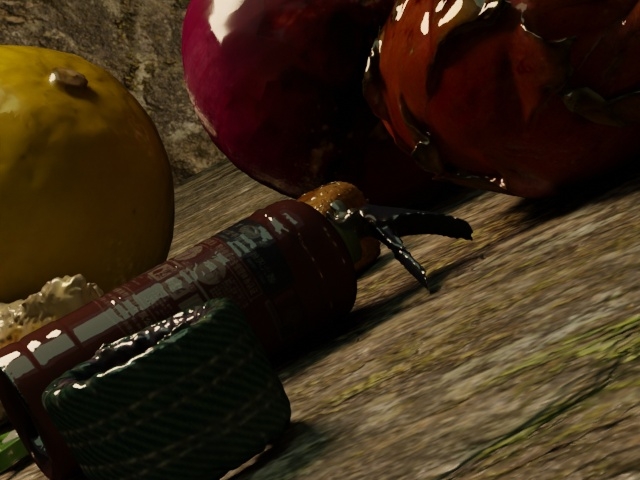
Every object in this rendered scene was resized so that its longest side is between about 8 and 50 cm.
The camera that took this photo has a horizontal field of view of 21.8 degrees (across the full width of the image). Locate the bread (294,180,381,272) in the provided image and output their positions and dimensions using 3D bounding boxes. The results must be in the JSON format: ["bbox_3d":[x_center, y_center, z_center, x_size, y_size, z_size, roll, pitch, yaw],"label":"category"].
[{"bbox_3d":[-0.002,-0.001,1.391,0.083,0.077,0.070,-20,7,35],"label":"bread"}]

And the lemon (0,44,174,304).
[{"bbox_3d":[-0.304,-0.032,1.642,0.348,0.348,0.348,-26,8,4],"label":"lemon"}]

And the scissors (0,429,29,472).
[{"bbox_3d":[-0.204,0.143,1.286,0.204,0.027,0.101,-28,9,0],"label":"scissors"}]

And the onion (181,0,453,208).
[{"bbox_3d":[0.034,-0.156,1.631,0.347,0.348,0.385,-30,-26,-22],"label":"onion"}]

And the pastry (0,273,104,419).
[{"bbox_3d":[-0.268,0.098,1.457,0.258,0.121,0.089,-21,14,28],"label":"pastry"}]

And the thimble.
[{"bbox_3d":[-0.089,0.096,0.970,0.135,0.090,0.118,-22,8,37],"label":"thimble"}]

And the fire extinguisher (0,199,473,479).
[{"bbox_3d":[-0.052,0.053,1.170,0.344,0.102,0.138,-28,40,-19],"label":"fire extinguisher"}]

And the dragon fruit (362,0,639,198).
[{"bbox_3d":[0.171,-0.148,1.259,0.315,0.250,0.250,-43,-5,39],"label":"dragon fruit"}]
